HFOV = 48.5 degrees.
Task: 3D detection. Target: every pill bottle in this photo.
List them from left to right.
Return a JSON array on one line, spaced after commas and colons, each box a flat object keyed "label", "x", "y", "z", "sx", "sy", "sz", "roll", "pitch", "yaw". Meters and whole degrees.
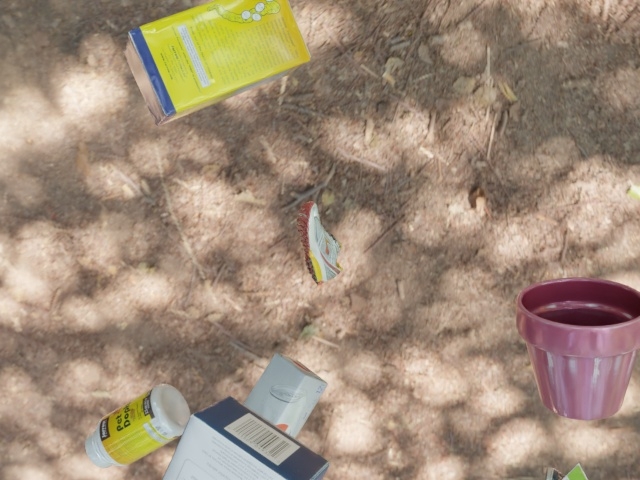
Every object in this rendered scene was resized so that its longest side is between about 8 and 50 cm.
[{"label": "pill bottle", "x": -0.391, "y": 0.401, "z": 1.512, "sx": 0.215, "sy": 0.117, "sz": 0.117, "roll": -32, "pitch": 105, "yaw": 14}]

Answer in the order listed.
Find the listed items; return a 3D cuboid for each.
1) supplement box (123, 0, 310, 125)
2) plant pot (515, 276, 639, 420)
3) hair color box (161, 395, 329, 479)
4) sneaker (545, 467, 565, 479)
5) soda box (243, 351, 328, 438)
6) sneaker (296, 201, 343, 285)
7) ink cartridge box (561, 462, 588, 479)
[{"label": "supplement box", "x": -0.237, "y": -0.421, "z": 1.609, "sx": 0.356, "sy": 0.194, "sz": 0.195, "roll": -25, "pitch": 100, "yaw": -17}, {"label": "plant pot", "x": 0.419, "y": 0.177, "z": 1.141, "sx": 0.201, "sy": 0.201, "sz": 0.180, "roll": -2, "pitch": 108, "yaw": 15}, {"label": "hair color box", "x": -0.144, "y": 0.405, "z": 0.946, "sx": 0.173, "sy": 0.105, "sz": 0.347, "roll": 29, "pitch": 103, "yaw": 18}, {"label": "sneaker", "x": 0.609, "y": 0.584, "z": 1.613, "sx": 0.163, "sy": 0.086, "sz": 0.226, "roll": -9, "pitch": 137, "yaw": 33}, {"label": "soda box", "x": -0.110, "y": 0.373, "z": 1.413, "sx": 0.098, "sy": 0.091, "sz": 0.286, "roll": 31, "pitch": 87, "yaw": 38}, {"label": "sneaker", "x": 0.000, "y": 0.000, "z": 1.791, "sx": 0.092, "sy": 0.088, "sz": 0.225, "roll": -20, "pitch": 121, "yaw": -13}, {"label": "ink cartridge box", "x": 0.485, "y": 0.615, "z": 1.480, "sx": 0.097, "sy": 0.255, "sz": 0.189, "roll": -39, "pitch": 77, "yaw": 52}]
